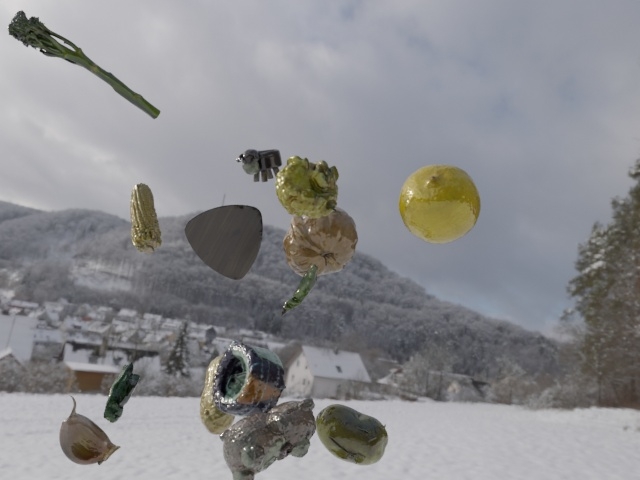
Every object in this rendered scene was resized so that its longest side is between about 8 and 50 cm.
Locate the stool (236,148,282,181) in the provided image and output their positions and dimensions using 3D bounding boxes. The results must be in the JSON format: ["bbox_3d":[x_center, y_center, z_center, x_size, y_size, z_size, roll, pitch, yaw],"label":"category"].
[{"bbox_3d":[-0.214,-0.270,1.747,0.125,0.121,0.217,-1,13,24],"label":"stool"}]

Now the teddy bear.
[{"bbox_3d":[-0.128,0.526,1.293,0.267,0.236,0.151,-2,41,-38],"label":"teddy bear"}]

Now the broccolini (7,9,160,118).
[{"bbox_3d":[-0.602,-0.434,1.263,0.392,0.078,0.074,36,-1,-25],"label":"broccolini"}]

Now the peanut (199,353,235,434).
[{"bbox_3d":[-0.365,0.569,1.817,0.152,0.313,0.152,0,-52,0],"label":"peanut"}]

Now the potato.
[{"bbox_3d":[0.100,0.621,1.562,0.248,0.169,0.143,30,-59,-6],"label":"potato"}]

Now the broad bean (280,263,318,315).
[{"bbox_3d":[-0.055,0.150,1.467,0.046,0.195,0.061,38,16,7],"label":"broad bean"}]

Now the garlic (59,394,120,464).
[{"bbox_3d":[-0.869,0.697,1.754,0.266,0.148,0.128,53,-25,-12],"label":"garlic"}]

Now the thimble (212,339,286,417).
[{"bbox_3d":[-0.230,0.437,1.544,0.150,0.237,0.237,29,-21,-36],"label":"thimble"}]

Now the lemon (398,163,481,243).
[{"bbox_3d":[0.265,-0.078,1.086,0.179,0.178,0.203,3,-24,26],"label":"lemon"}]

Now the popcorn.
[{"bbox_3d":[-0.036,-0.166,1.500,0.170,0.189,0.218,2,-6,42],"label":"popcorn"}]

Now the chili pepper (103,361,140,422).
[{"bbox_3d":[-0.743,0.566,1.833,0.061,0.224,0.098,-11,-49,24],"label":"chili pepper"}]

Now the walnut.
[{"bbox_3d":[0.000,0.000,1.864,0.285,0.296,0.285,45,11,-11],"label":"walnut"}]

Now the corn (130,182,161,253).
[{"bbox_3d":[-0.543,-0.068,1.509,0.087,0.288,0.086,-13,-41,-12],"label":"corn"}]

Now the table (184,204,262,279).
[{"bbox_3d":[-0.425,-0.027,2.084,0.318,0.317,0.249,13,2,-17],"label":"table"}]
